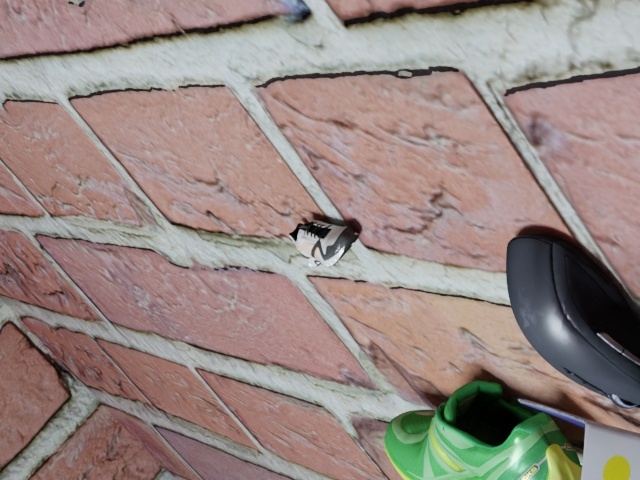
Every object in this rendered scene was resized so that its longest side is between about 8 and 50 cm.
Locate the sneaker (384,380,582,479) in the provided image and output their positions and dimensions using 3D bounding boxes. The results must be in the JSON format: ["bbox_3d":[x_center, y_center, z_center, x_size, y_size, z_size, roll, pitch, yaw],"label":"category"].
[{"bbox_3d":[0.160,0.194,1.291,0.295,0.109,0.123,-1,112,62],"label":"sneaker"}]

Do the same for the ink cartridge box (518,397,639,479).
[{"bbox_3d":[0.329,0.204,0.871,0.304,0.072,0.307,24,169,-33],"label":"ink cartridge box"}]

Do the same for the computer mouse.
[{"bbox_3d":[0.247,0.103,0.986,0.262,0.060,0.184,49,159,-20],"label":"computer mouse"}]

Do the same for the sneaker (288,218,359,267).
[{"bbox_3d":[0.000,0.000,1.241,0.044,0.040,0.109,48,158,-11],"label":"sneaker"}]
